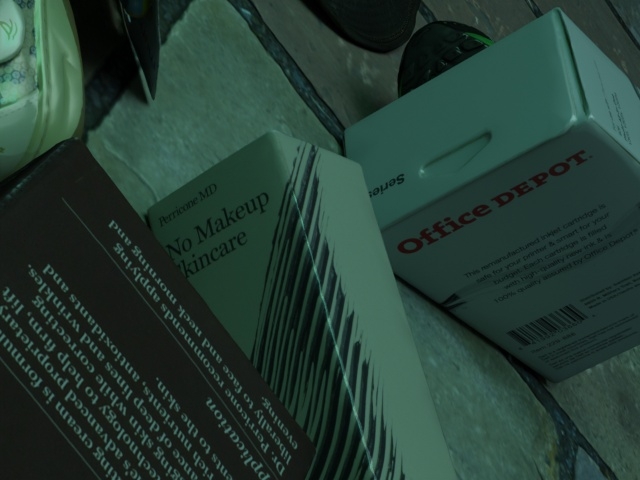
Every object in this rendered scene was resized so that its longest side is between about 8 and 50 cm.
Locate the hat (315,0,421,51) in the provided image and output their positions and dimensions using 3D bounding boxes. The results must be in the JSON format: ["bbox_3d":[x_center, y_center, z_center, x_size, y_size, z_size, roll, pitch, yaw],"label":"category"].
[{"bbox_3d":[0.027,-0.338,1.262,0.331,0.134,0.331,41,32,-33],"label":"hat"}]

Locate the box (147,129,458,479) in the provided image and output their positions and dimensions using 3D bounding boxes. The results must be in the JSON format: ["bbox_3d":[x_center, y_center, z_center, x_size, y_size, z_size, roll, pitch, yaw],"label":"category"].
[{"bbox_3d":[-0.006,0.085,0.818,0.094,0.113,0.275,18,48,-52],"label":"box"}]

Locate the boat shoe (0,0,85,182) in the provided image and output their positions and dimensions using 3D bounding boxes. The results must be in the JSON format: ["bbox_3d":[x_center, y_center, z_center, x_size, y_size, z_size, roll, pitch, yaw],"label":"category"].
[{"bbox_3d":[-0.192,-0.163,0.744,0.089,0.104,0.285,11,58,-53],"label":"boat shoe"}]

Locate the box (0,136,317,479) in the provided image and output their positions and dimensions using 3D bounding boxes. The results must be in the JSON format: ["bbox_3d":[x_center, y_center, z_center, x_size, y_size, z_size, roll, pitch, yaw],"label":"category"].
[{"bbox_3d":[-0.134,0.099,0.518,0.168,0.167,0.203,55,28,-13],"label":"box"}]

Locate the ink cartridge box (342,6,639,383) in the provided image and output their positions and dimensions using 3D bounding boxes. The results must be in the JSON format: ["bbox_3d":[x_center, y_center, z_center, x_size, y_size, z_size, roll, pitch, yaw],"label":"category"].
[{"bbox_3d":[0.186,-0.025,1.141,0.289,0.211,0.121,35,37,-41],"label":"ink cartridge box"}]

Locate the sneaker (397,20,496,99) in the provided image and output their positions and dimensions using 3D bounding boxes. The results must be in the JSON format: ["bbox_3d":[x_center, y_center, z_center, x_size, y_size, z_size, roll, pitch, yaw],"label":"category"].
[{"bbox_3d":[0.162,-0.087,1.283,0.343,0.134,0.146,44,23,-47],"label":"sneaker"}]

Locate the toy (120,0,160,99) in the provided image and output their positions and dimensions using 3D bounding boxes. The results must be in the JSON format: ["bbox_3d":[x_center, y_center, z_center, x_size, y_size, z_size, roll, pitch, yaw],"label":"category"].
[{"bbox_3d":[-0.132,-0.196,0.839,0.056,0.237,0.137,-11,66,-16],"label":"toy"}]
